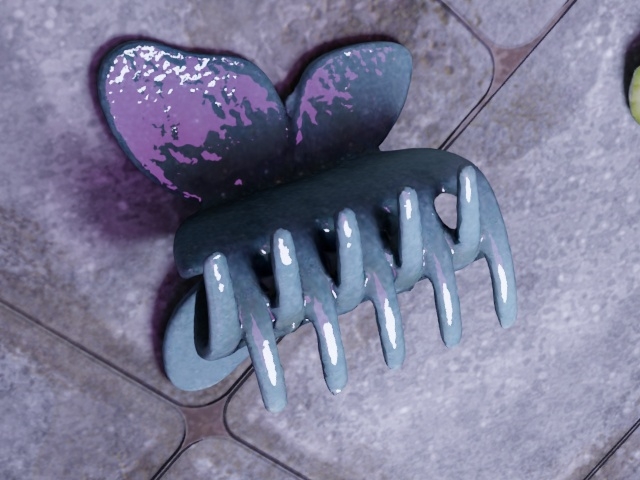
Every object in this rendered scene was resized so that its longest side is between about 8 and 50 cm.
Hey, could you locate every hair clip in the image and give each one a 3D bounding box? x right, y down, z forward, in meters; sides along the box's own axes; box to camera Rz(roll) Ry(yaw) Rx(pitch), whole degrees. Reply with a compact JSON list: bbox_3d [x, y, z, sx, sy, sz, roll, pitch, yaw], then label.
[{"bbox_3d":[0.000,0.000,1.271,0.318,0.238,0.392,-17,121,-16],"label":"hair clip"}]

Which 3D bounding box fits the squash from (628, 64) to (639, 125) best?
[{"bbox_3d":[0.483,-0.150,1.421,0.260,0.189,0.189,-24,123,-15],"label":"squash"}]
